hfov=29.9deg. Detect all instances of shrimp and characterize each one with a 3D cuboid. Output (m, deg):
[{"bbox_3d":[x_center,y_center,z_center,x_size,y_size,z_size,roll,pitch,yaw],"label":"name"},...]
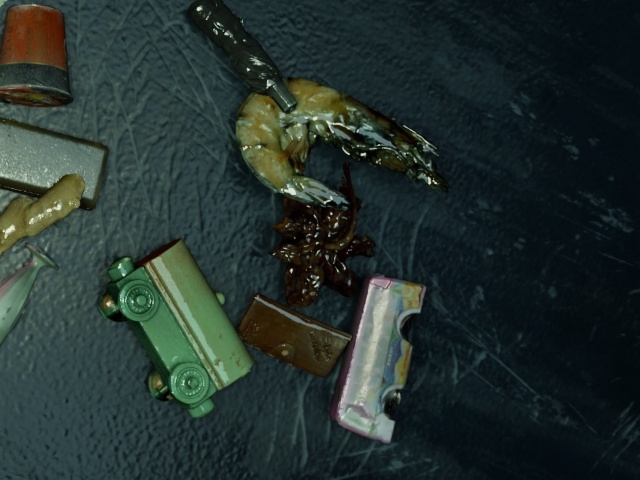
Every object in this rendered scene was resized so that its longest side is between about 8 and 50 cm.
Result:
[{"bbox_3d":[0.031,-0.132,1.949,0.365,0.071,0.233,28,61,-1],"label":"shrimp"}]

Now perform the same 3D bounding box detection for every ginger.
[{"bbox_3d":[-0.480,-0.011,1.818,0.288,0.075,0.089,-33,63,-2],"label":"ginger"}]

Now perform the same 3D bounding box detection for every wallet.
[{"bbox_3d":[-0.436,-0.121,1.863,0.198,0.031,0.110,14,87,-18],"label":"wallet"},{"bbox_3d":[-0.047,0.160,1.981,0.176,0.026,0.095,26,109,-14],"label":"wallet"}]

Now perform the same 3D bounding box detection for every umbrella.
[{"bbox_3d":[-0.121,-0.297,1.929,0.066,0.059,0.236,-38,88,-8],"label":"umbrella"}]

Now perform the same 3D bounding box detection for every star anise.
[{"bbox_3d":[0.000,0.000,1.961,0.190,0.126,0.220,-19,101,-17],"label":"star anise"}]

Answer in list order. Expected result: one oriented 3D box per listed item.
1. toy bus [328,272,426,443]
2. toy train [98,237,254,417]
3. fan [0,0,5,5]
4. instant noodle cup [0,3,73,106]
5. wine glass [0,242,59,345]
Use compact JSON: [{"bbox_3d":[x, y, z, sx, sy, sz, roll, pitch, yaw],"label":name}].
[{"bbox_3d":[0.098,0.196,2.017,0.112,0.090,0.274,14,87,-11],"label":"toy bus"},{"bbox_3d":[-0.223,0.135,1.908,0.177,0.116,0.285,-35,100,-27],"label":"toy train"},{"bbox_3d":[-0.525,-0.490,1.835,0.190,0.009,0.329,27,86,-17],"label":"fan"},{"bbox_3d":[-0.435,-0.281,1.822,0.127,0.127,0.136,3,82,-18],"label":"instant noodle cup"},{"bbox_3d":[-0.475,0.081,1.838,0.073,0.073,0.155,38,78,-15],"label":"wine glass"}]
